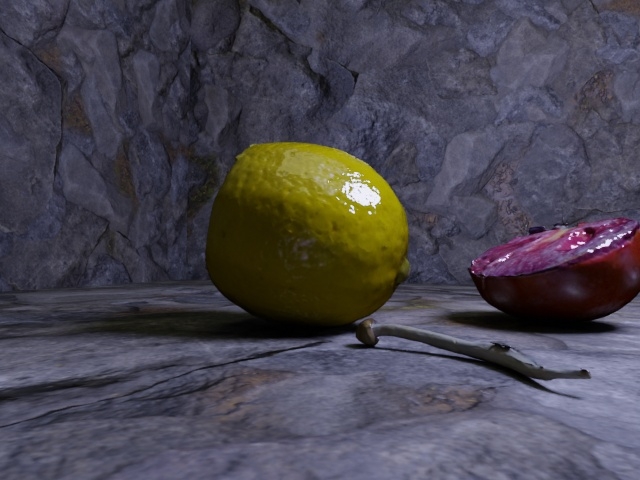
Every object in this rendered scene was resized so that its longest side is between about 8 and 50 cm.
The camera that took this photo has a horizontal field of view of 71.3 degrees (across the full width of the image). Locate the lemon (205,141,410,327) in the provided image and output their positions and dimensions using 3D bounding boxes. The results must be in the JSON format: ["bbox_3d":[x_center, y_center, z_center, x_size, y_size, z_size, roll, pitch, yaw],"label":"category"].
[{"bbox_3d":[0.000,0.000,0.811,0.364,0.364,0.364,0,-3,0],"label":"lemon"}]

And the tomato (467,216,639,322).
[{"bbox_3d":[0.456,0.083,0.885,0.289,0.176,0.335,-21,4,-29],"label":"tomato"}]

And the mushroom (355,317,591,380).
[{"bbox_3d":[0.161,0.127,0.526,0.068,0.043,0.306,-20,12,-39],"label":"mushroom"}]
